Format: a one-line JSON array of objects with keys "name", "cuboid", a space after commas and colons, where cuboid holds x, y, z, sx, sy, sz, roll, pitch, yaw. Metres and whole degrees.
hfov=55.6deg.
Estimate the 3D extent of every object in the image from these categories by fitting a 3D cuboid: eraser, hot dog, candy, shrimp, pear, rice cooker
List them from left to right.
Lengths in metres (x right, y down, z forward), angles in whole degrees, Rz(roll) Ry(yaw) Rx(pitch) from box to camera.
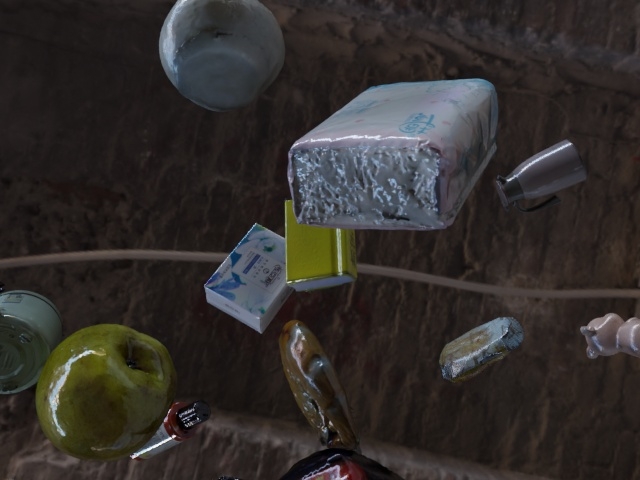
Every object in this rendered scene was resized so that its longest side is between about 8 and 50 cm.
[{"name": "rice cooker", "cuboid": [-0.766, 0.246, 1.507, 0.244, 0.226, 0.225, -119, 38, -69]}, {"name": "pear", "cuboid": [-0.483, 0.340, 1.348, 0.304, 0.304, 0.303, 11, -90, -89]}, {"name": "candy", "cuboid": [-0.216, -0.424, 1.334, 0.295, 0.296, 0.185, 99, 152, -54]}, {"name": "eraser", "cuboid": [0.000, 0.000, 1.395, 0.069, 0.158, 0.225, 40, -136, -59]}, {"name": "shrimp", "cuboid": [0.019, 0.218, 0.759, 0.152, 0.063, 0.287, 38, 155, 54]}, {"name": "hot dog", "cuboid": [0.468, 0.319, 1.778, 0.270, 0.082, 0.162, -36, 23, 26]}]

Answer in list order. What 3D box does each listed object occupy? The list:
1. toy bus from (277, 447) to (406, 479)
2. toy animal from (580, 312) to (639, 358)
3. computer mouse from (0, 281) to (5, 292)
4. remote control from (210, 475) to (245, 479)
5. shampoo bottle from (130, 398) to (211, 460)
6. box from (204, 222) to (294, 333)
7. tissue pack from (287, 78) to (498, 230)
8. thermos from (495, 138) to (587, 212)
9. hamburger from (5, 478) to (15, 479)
[{"name": "toy bus", "cuboid": [0.065, 0.358, 0.694, 0.302, 0.128, 0.147, 47, -157, -32]}, {"name": "toy animal", "cuboid": [0.539, 0.172, 1.087, 0.150, 0.089, 0.083, -14, 96, 49]}, {"name": "computer mouse", "cuboid": [-0.822, 0.125, 1.326, 0.146, 0.242, 0.077, -41, 61, 56]}, {"name": "remote control", "cuboid": [-0.137, 0.710, 1.336, 0.145, 0.062, 0.398, 35, -158, -55]}, {"name": "shampoo bottle", "cuboid": [-0.416, 0.514, 1.675, 0.278, 0.104, 0.104, -32, 23, 25]}, {"name": "box", "cuboid": [-0.187, 0.110, 1.838, 0.274, 0.203, 0.116, -53, -16, -29]}, {"name": "tissue pack", "cuboid": [0.103, -0.117, 0.774, 0.271, 0.202, 0.124, -48, -48, -51]}, {"name": "thermos", "cuboid": [0.515, -0.134, 1.429, 0.137, 0.193, 0.105, 59, -168, -27]}, {"name": "hamburger", "cuboid": [-0.614, 0.591, 1.252, 0.108, 0.214, 0.213, -42, -17, -21]}]
